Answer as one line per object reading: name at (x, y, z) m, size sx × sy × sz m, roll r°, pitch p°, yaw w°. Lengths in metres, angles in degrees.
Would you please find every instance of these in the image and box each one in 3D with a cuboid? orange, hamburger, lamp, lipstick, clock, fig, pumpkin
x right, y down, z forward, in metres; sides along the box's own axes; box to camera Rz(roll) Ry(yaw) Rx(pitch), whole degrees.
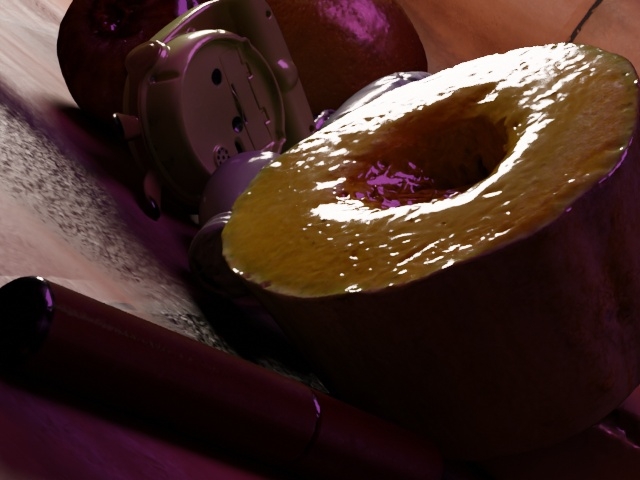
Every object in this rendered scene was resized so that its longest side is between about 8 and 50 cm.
orange at (-0.017, -0.180, 2.087) m, size 0.264 × 0.264 × 0.264 m, roll 35°, pitch 9°, yaw -6°
hamburger at (0.217, 0.127, 1.621) m, size 0.300 × 0.176 × 0.300 m, roll 36°, pitch 8°, yaw -6°
lamp at (-0.058, -0.010, 1.568) m, size 0.106 × 0.106 × 0.193 m, roll 36°, pitch 18°, yaw 0°
lipstick at (-0.053, 0.098, 1.158) m, size 0.357 × 0.057 × 0.057 m, roll 25°, pitch 14°, yaw -44°
clock at (-0.103, -0.104, 1.682) m, size 0.232 × 0.069 × 0.170 m, roll -40°, pitch 115°, yaw -47°
fig at (-0.152, -0.164, 1.833) m, size 0.175 × 0.175 × 0.207 m, roll 41°, pitch 1°, yaw 30°
pumpkin at (0.112, 0.020, 1.415) m, size 0.332 × 0.332 × 0.199 m, roll -120°, pitch -174°, yaw -68°

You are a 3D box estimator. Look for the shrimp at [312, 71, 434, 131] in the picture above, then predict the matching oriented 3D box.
shrimp at (0.011, -0.070, 1.871) m, size 0.343 × 0.145 × 0.116 m, roll -35°, pitch 93°, yaw -45°
